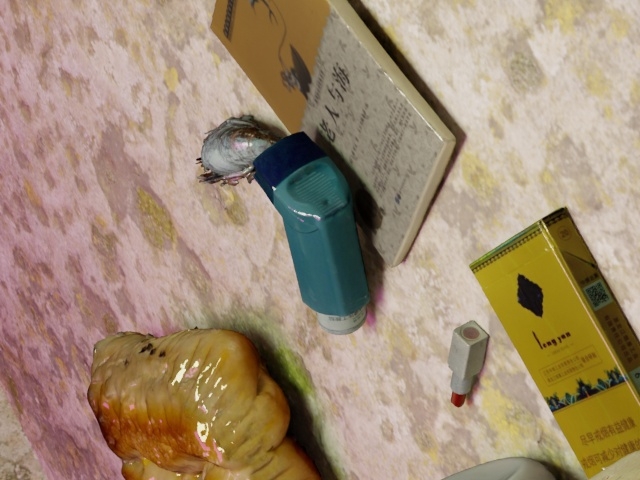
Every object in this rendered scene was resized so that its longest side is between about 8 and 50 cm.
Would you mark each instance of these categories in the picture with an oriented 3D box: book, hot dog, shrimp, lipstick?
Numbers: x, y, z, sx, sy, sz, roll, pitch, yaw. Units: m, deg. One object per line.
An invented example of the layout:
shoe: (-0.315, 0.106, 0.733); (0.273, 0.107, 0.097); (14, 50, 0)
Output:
book: (0.004, -0.180, 2.002); (0.389, 0.032, 0.269); (53, 154, 21)
hot dog: (-0.142, 0.281, 2.492); (0.367, 0.196, 0.365); (62, 156, -9)
shrimp: (-0.114, -0.111, 2.233); (0.233, 0.079, 0.090); (-6, 72, 64)
lipstick: (0.161, 0.147, 2.006); (0.030, 0.030, 0.129); (45, 147, 33)

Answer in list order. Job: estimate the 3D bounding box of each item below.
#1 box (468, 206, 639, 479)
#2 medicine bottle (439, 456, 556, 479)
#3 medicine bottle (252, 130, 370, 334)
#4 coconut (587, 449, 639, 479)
box: (0.261, 0.117, 1.792); (0.279, 0.041, 0.153); (62, 152, 5)
medicine bottle: (0.195, 0.416, 1.939); (0.245, 0.245, 0.306); (-20, 94, 63)
medicine bottle: (0.000, 0.000, 2.076); (0.124, 0.079, 0.258); (41, 157, 38)
coconut: (0.297, 0.320, 1.614); (0.245, 0.247, 0.245); (50, 156, 32)
